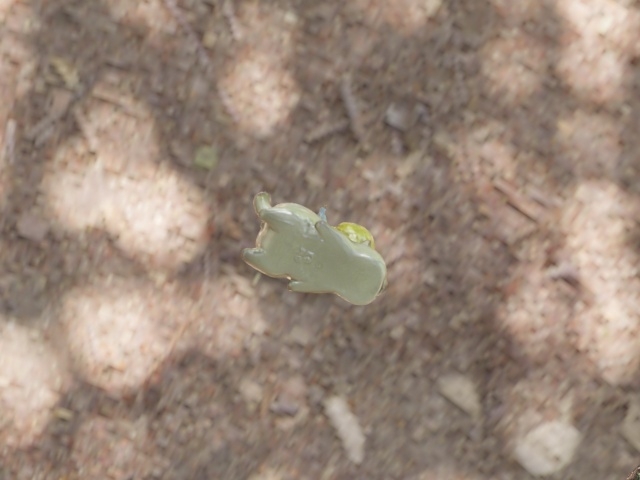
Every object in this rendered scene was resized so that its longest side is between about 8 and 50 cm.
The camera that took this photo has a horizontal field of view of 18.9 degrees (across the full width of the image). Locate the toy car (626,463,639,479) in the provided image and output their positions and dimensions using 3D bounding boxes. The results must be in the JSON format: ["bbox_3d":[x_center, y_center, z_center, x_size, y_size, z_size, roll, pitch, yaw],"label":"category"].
[{"bbox_3d":[0.341,0.227,1.401,0.166,0.198,0.314,47,21,-10],"label":"toy car"}]

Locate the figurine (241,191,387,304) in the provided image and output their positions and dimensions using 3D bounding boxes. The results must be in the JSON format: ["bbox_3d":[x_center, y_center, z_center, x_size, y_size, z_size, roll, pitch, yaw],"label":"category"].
[{"bbox_3d":[0.000,0.000,1.057,0.083,0.047,0.050,27,32,-7],"label":"figurine"}]
